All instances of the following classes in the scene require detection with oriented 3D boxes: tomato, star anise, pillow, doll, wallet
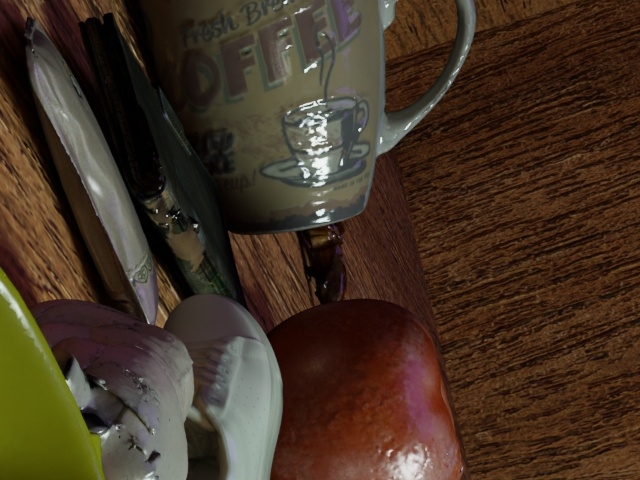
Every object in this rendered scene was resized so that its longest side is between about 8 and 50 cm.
[{"bbox_3d":[0.018,0.155,1.523,0.208,0.184,0.208,-15,90,-88],"label":"tomato"},{"bbox_3d":[0.004,-0.001,2.228,0.157,0.053,0.212,17,55,-80],"label":"star anise"},{"bbox_3d":[-0.158,-0.045,1.253,0.130,0.038,0.232,-107,176,-70],"label":"pillow"},{"bbox_3d":[-0.119,0.106,1.021,0.192,0.095,0.149,-92,165,-71],"label":"doll"},{"bbox_3d":[-0.117,-0.038,1.449,0.317,0.044,0.169,64,6,-65],"label":"wallet"}]

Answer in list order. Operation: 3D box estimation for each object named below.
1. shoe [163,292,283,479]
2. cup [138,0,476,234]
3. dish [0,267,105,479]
[{"bbox_3d":[-0.083,0.119,1.245,0.110,0.095,0.265,64,14,-46],"label":"shoe"},{"bbox_3d":[-0.001,-0.149,1.669,0.227,0.301,0.257,-89,170,-77],"label":"cup"},{"bbox_3d":[-0.159,0.121,0.654,0.262,0.108,0.221,-91,163,-56],"label":"dish"}]
